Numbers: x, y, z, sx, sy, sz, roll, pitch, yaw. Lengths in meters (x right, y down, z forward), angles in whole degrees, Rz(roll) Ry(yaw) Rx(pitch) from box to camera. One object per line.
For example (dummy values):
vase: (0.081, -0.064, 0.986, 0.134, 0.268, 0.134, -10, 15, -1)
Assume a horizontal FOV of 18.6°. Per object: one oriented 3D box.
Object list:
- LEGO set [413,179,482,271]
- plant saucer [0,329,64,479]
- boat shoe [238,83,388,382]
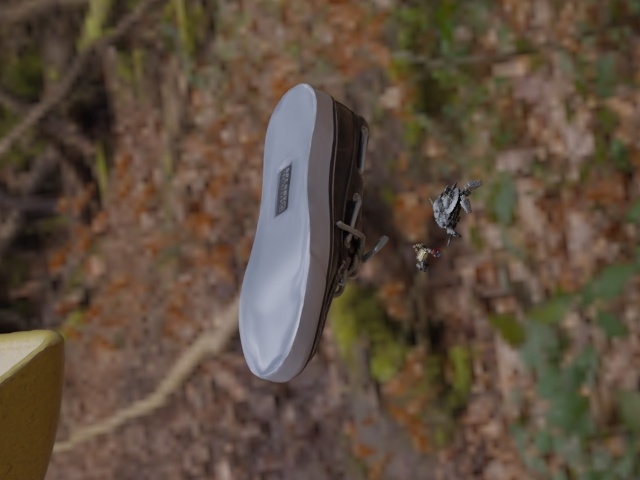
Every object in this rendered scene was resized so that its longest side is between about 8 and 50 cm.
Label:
LEGO set: (0.087, -0.016, 1.431, 0.083, 0.023, 0.054, -62, 20, 14)
plant saucer: (-0.303, 0.181, 1.047, 0.333, 0.332, 0.081, -9, 116, 59)
boat shoe: (-0.003, 0.001, 1.846, 0.113, 0.105, 0.306, -34, 42, 42)
